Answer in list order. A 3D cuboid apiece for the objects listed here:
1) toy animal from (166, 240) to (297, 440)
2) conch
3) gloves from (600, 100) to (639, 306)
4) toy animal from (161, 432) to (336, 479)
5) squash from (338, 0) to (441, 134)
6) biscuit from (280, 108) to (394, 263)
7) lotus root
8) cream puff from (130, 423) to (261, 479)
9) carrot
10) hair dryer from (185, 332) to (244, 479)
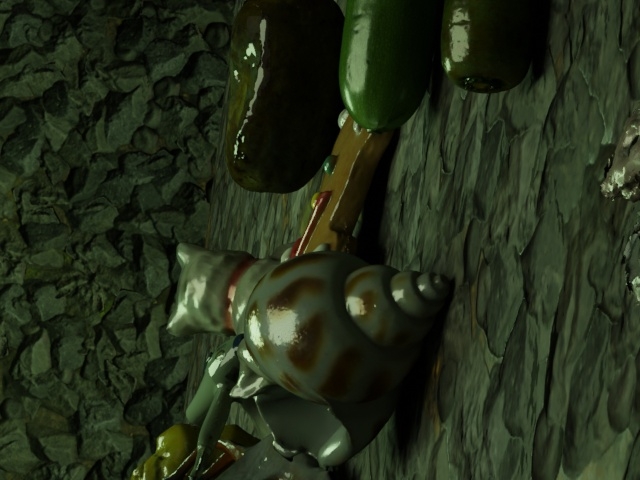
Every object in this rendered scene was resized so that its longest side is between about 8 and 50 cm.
[{"bbox_3d":[-0.090,0.134,1.939,0.266,0.188,0.307,168,115,-69],"label":"toy animal"},{"bbox_3d":[0.017,0.093,1.437,0.149,0.183,0.275,-44,8,-25],"label":"conch"},{"bbox_3d":[0.183,-0.027,0.752,0.110,0.094,0.144,-75,-12,-73],"label":"gloves"},{"bbox_3d":[-0.060,0.262,1.748,0.302,0.225,0.284,-53,26,16],"label":"toy animal"},{"bbox_3d":[0.078,-0.287,1.537,0.101,0.101,0.378,138,141,-75],"label":"squash"},{"bbox_3d":[0.000,0.000,1.717,0.216,0.047,0.339,-161,91,-81],"label":"biscuit"},{"bbox_3d":[-0.041,-0.192,1.982,0.160,0.152,0.275,-97,12,-65],"label":"lotus root"},{"bbox_3d":[-0.146,0.324,2.025,0.221,0.195,0.194,60,-175,-22],"label":"cream puff"},{"bbox_3d":[0.146,-0.290,1.221,0.074,0.074,0.358,149,130,-77],"label":"carrot"},{"bbox_3d":[-0.129,0.212,1.801,0.167,0.067,0.199,-49,18,59],"label":"hair dryer"}]
